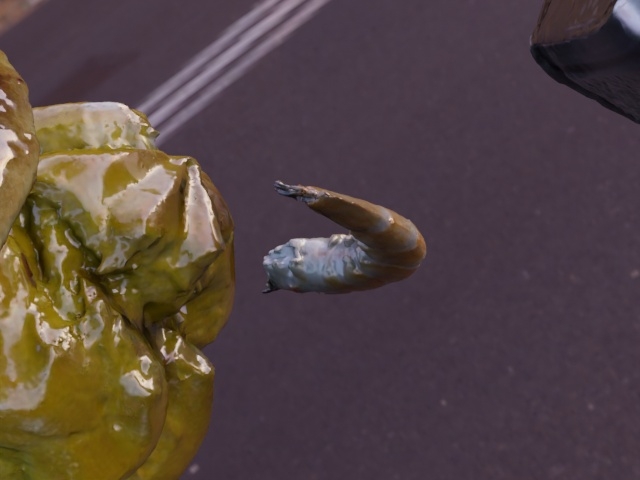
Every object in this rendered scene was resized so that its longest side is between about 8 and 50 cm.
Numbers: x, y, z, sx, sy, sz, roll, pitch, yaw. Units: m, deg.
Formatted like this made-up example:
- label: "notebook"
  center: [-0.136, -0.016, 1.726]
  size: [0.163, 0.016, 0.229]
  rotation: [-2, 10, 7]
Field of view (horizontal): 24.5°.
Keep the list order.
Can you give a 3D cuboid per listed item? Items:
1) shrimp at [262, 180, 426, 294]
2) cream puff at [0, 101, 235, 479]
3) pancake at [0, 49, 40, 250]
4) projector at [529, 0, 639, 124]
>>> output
- label: "shrimp"
  center: [0.029, 0.006, 1.690]
  size: [0.185, 0.287, 0.068]
  rotation: [5, 74, -3]
- label: "cream puff"
  center: [-0.192, 0.052, 1.245]
  size: [0.275, 0.378, 0.378]
  rotation: [-19, 31, 14]
- label: "pancake"
  center: [-0.330, -0.045, 0.982]
  size: [0.305, 0.067, 0.427]
  rotation: [-3, 46, 15]
- label: "projector"
  center: [0.400, -0.205, 0.939]
  size: [0.242, 0.405, 0.395]
  rotation: [-154, 88, -83]
